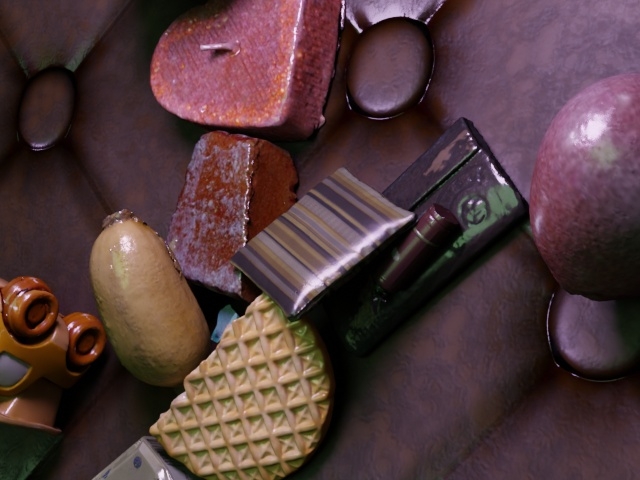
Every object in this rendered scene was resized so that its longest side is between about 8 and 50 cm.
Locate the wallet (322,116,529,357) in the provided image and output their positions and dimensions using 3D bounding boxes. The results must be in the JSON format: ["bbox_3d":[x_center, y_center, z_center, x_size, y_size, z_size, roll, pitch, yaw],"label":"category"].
[{"bbox_3d":[0.117,-0.003,1.820,0.321,0.044,0.170,-43,58,21],"label":"wallet"}]

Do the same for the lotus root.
[{"bbox_3d":[-0.242,0.102,1.931,0.146,0.131,0.303,14,130,65],"label":"lotus root"}]

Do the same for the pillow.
[{"bbox_3d":[0.000,0.000,1.812,0.212,0.052,0.208,-40,32,-7],"label":"pillow"}]

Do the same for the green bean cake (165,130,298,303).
[{"bbox_3d":[-0.115,-0.033,1.970,0.199,0.097,0.232,12,85,40],"label":"green bean cake"}]

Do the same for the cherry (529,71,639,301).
[{"bbox_3d":[0.358,-0.052,1.526,0.221,0.261,0.307,-80,14,-47],"label":"cherry"}]

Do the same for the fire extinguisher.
[{"bbox_3d":[0.110,0.018,1.773,0.157,0.045,0.078,-50,31,19],"label":"fire extinguisher"}]

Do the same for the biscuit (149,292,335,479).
[{"bbox_3d":[-0.090,0.227,1.861,0.204,0.040,0.309,44,115,8],"label":"biscuit"}]

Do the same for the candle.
[{"bbox_3d":[-0.106,-0.262,2.008,0.317,0.131,0.287,-39,60,24],"label":"candle"}]

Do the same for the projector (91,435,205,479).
[{"bbox_3d":[-0.228,0.417,1.942,0.193,0.088,0.269,-41,57,25],"label":"projector"}]

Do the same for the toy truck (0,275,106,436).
[{"bbox_3d":[-0.469,0.158,2.091,0.204,0.288,0.211,24,81,37],"label":"toy truck"}]

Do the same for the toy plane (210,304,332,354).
[{"bbox_3d":[-0.063,0.155,1.911,0.235,0.060,0.096,37,114,33],"label":"toy plane"}]
